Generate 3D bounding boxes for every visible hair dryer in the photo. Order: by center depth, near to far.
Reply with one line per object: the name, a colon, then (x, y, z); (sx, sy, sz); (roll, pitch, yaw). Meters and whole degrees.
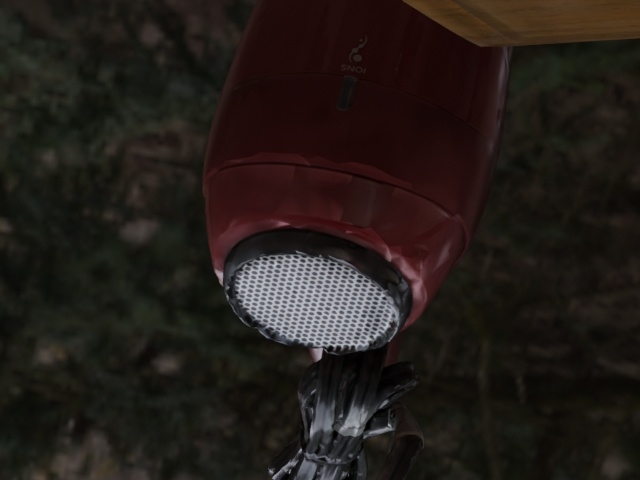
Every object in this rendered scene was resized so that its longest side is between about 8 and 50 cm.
hair dryer: (0.000, 0.000, 0.580); (0.080, 0.293, 0.223); (14, -175, -3)

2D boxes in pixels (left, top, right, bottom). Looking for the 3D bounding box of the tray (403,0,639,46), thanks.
tray: (0.156, -0.085, 0.184); (0.411, 0.076, 0.203); (1, 170, 32)
